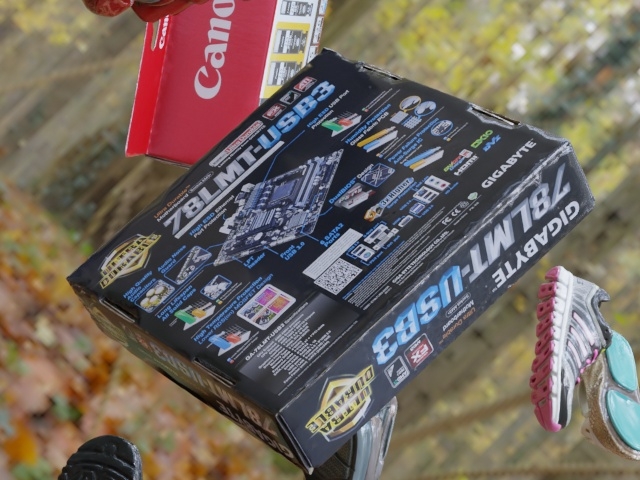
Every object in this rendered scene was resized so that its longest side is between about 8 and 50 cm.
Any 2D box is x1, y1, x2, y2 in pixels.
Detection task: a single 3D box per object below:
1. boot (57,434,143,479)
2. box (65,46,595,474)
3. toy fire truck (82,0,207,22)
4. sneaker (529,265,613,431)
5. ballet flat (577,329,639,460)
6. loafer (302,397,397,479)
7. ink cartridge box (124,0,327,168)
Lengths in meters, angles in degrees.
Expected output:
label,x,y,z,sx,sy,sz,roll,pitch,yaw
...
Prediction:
label,x,y,z,sx,sy,sz,roll,pitch,yaw
boot,-0.195,0.334,1.797,0.094,0.246,0.207,3,-14,25
box,0.000,0.000,1.308,0.293,0.295,0.073,25,-28,49
toy fire truck,-0.158,-0.235,1.424,0.217,0.246,0.158,-3,65,-64
sneaker,0.253,0.110,1.745,0.075,0.170,0.063,13,-26,-10
ballet flat,0.302,0.175,1.836,0.073,0.067,0.206,32,28,-14
loafer,0.020,0.260,1.688,0.096,0.267,0.084,32,30,34
ink cartridge box,-0.094,-0.232,1.987,0.130,0.309,0.272,13,10,14
